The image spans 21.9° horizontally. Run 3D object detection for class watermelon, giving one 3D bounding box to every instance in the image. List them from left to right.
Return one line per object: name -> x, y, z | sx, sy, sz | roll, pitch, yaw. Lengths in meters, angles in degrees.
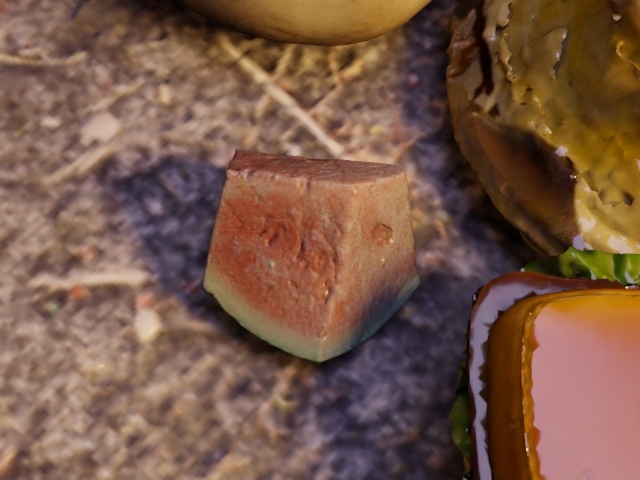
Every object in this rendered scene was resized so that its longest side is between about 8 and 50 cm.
watermelon -> -0.005, 0.001, 0.659 | 0.084, 0.072, 0.092 | -5, 65, 6

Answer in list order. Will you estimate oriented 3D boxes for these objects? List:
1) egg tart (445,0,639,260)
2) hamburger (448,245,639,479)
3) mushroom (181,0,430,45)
egg tart -> 0.175, -0.072, 0.717 | 0.241, 0.106, 0.241 | 4, 57, -6
hamburger -> 0.130, 0.071, 0.629 | 0.166, 0.087, 0.137 | 6, 69, -9
mushroom -> -0.006, -0.168, 0.716 | 0.166, 0.166, 0.127 | -9, 22, -16
